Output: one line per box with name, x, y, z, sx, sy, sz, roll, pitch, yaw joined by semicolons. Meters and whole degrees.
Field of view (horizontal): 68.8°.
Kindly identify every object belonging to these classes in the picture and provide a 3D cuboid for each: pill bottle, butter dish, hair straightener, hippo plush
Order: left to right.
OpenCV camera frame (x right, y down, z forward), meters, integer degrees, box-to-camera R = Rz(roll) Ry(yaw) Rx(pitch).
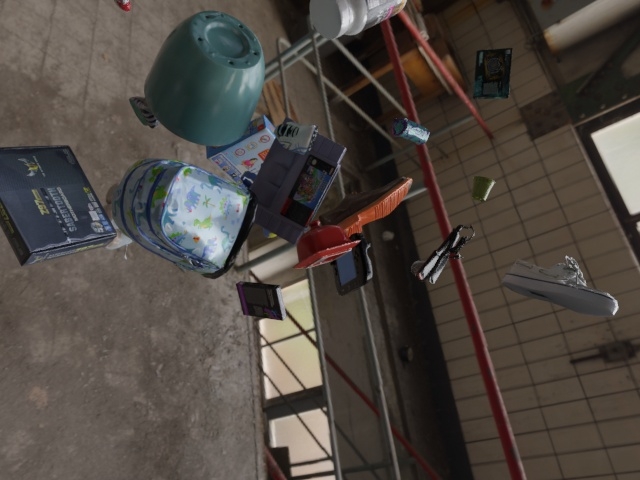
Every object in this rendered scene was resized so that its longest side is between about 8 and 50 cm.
hippo plush;-0.549;-0.037;1.496;0.234;0.237;0.294;-63;162;-54
butter dish;0.000;0.000;1.300;0.160;0.160;0.118;-16;80;-33
pill bottle;0.112;-0.702;1.368;0.278;0.162;0.162;-37;103;-25
hair straightener;0.382;0.037;1.359;0.230;0.089;0.047;-46;130;-16

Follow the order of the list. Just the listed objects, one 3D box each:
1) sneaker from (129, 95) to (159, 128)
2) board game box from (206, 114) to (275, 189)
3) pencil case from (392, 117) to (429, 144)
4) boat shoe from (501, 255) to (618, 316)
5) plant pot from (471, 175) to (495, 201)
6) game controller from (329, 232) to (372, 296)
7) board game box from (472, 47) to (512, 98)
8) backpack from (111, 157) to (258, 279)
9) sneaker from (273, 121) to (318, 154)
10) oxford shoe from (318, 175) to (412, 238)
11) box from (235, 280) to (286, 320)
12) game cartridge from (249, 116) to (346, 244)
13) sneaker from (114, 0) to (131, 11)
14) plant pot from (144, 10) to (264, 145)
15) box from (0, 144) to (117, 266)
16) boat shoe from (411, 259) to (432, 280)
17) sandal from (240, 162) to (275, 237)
sneaker;-0.488;-0.388;1.378;0.224;0.098;0.083;37;-27;46
board game box;-0.297;-0.372;2.095;0.308;0.302;0.086;46;25;-52
pencil case;0.310;-0.375;1.612;0.152;0.070;0.064;6;71;-45
boat shoe;0.741;0.116;1.431;0.136;0.367;0.156;34;82;-23
plant pot;0.609;-0.191;1.770;0.083;0.083;0.079;24;82;-50
game controller;0.097;0.087;1.563;0.067;0.319;0.166;2;74;-13
board game box;0.629;-0.610;1.710;0.026;0.126;0.186;28;68;-68
backpack;-0.342;-0.071;1.197;0.355;0.273;0.290;30;80;-36
sneaker;-0.071;-0.287;1.283;0.086;0.237;0.085;21;92;-23
oxford shoe;0.158;-0.136;1.626;0.132;0.364;0.130;50;-16;26
box;-0.188;0.191;1.483;0.029;0.162;0.116;-36;123;-51
game cartridge;-0.091;-0.188;1.512;0.230;0.355;0.068;29;8;9
sneaker;-0.555;-0.695;1.321;0.042;0.067;0.118;-53;159;-20
plant pot;-0.278;-0.430;1.198;0.293;0.235;0.293;14;59;-25
box;-0.548;-0.078;0.935;0.183;0.059;0.232;-21;78;-56
boat shoe;0.422;0.131;1.983;0.065;0.183;0.083;45;68;-3
sandal;-0.215;-0.149;1.713;0.126;0.138;0.317;96;-15;-60
